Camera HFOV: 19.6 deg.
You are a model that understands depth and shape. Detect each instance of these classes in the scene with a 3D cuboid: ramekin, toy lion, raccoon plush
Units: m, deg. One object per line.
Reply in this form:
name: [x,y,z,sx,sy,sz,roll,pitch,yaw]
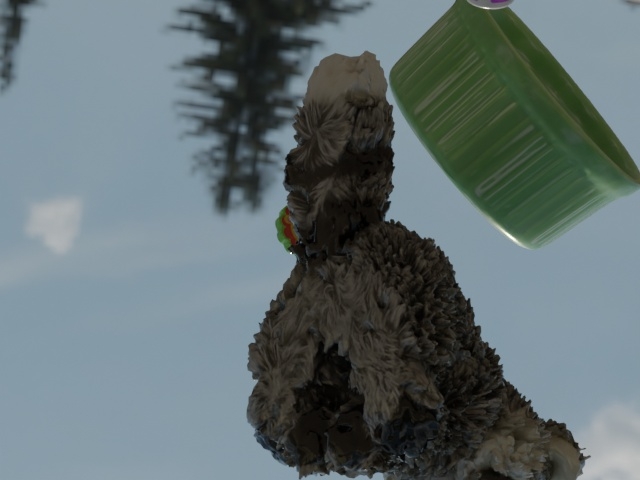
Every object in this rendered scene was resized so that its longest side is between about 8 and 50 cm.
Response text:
ramekin: [0.215,-0.134,2.107,0.303,0.148,0.303,46,-165,-16]
toy lion: [0.000,0.000,2.014,0.100,0.096,0.034,0,157,-31]
raccoon plush: [0.121,0.069,1.715,0.299,0.446,0.216,15,174,-44]

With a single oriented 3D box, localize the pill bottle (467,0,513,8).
pill bottle: [0.143,-0.238,1.536,0.043,0.083,0.043,1,-146,-1]
